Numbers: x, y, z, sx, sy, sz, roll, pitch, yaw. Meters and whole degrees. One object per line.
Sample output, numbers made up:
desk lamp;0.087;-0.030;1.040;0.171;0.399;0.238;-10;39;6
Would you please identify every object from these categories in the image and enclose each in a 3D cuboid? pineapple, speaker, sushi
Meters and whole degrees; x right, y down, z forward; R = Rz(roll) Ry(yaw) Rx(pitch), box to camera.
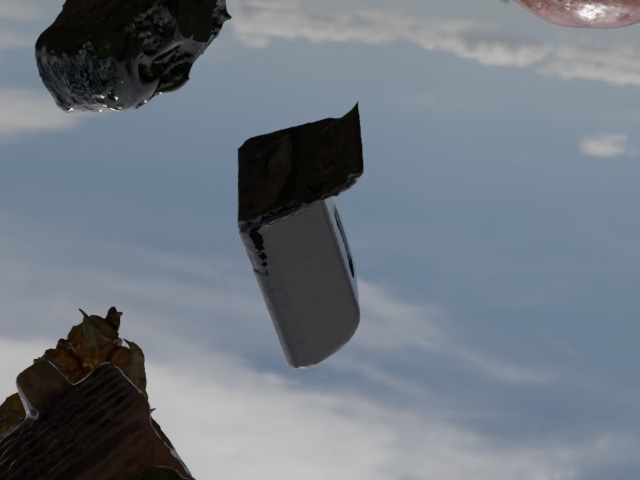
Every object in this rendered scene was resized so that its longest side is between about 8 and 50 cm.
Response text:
pineapple;-0.226;0.246;1.277;0.161;0.334;0.158;-2;-159;-43
speaker;0.000;0.000;2.005;0.184;0.388;0.180;-9;-132;7
sushi;-0.199;-0.229;1.526;0.127;0.124;0.225;9;-135;37

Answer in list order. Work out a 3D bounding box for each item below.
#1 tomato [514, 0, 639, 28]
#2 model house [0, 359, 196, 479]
tomato;0.293;-0.391;1.457;0.290;0.325;0.293;-33;175;-18
model house;-0.176;0.176;0.771;0.237;0.237;0.202;44;169;32
